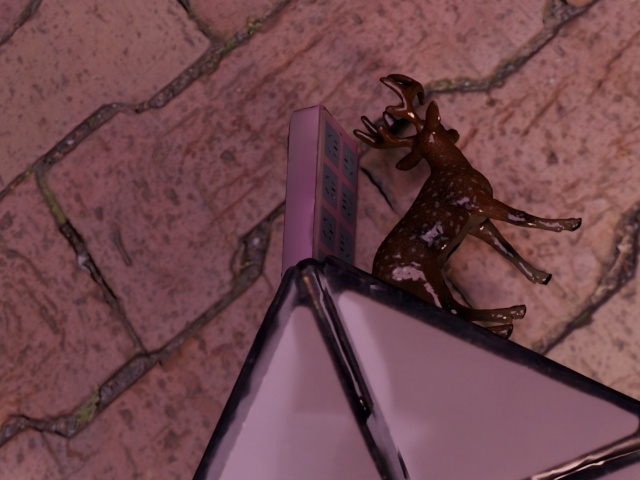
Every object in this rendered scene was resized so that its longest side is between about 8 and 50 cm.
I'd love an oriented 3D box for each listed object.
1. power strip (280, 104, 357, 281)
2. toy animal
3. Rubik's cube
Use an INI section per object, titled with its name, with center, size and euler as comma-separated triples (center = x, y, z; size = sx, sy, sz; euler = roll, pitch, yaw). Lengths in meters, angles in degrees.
[power strip]
center = 0.000, 0.000, 1.121
size = 0.038, 0.109, 0.278
euler = -7, 66, 22
[toy animal]
center = 0.112, -0.037, 1.090
size = 0.260, 0.087, 0.243
euler = 31, 55, 16
[Rubik's cube]
center = 0.058, 0.223, 0.855
size = 0.310, 0.305, 0.307
euler = 25, 75, 3
